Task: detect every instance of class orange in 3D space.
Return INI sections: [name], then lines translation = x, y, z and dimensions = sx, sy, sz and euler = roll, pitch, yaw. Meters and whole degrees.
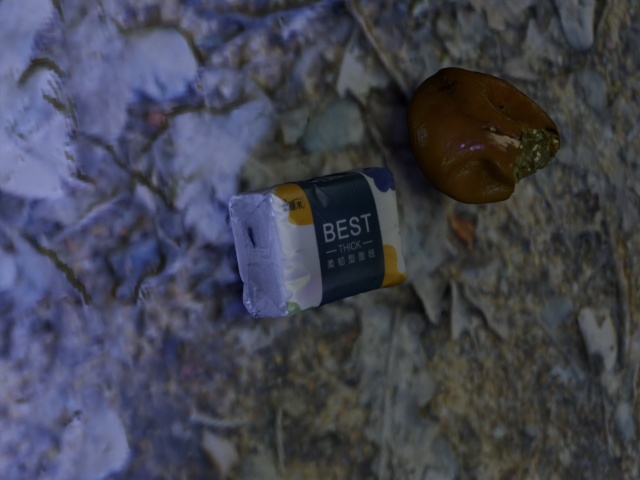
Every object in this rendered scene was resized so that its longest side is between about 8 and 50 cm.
[orange]
translation = 0.082, -0.054, 0.701
dimensions = 0.086, 0.062, 0.086
euler = 27, 31, -18

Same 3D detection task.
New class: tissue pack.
[tissue pack]
translation = 0.000, 0.000, 0.639
dimensions = 0.083, 0.042, 0.062
euler = -13, 99, -41
